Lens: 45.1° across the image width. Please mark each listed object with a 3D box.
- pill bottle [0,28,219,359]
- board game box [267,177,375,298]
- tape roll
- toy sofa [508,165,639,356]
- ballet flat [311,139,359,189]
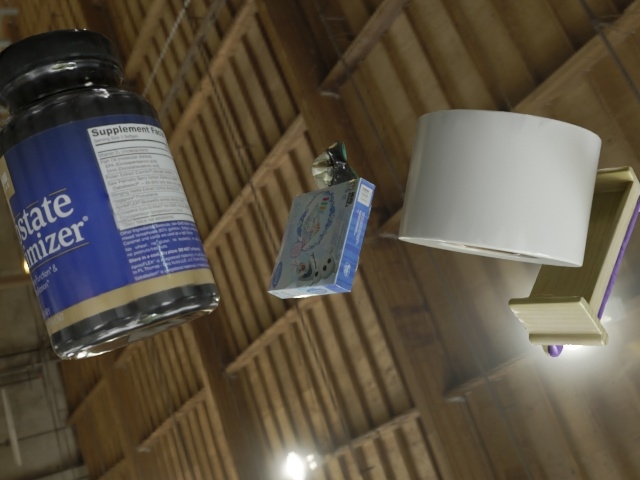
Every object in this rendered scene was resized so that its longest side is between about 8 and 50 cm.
[{"bbox_3d":[-0.164,-0.034,0.564,0.123,0.123,0.219,-30,-102,54],"label":"pill bottle"},{"bbox_3d":[0.000,0.000,0.622,0.090,0.020,0.090,-10,-120,51],"label":"board game box"},{"bbox_3d":[0.236,-0.066,1.030,0.246,0.246,0.169,7,-92,55],"label":"tape roll"},{"bbox_3d":[0.510,0.043,1.463,0.150,0.362,0.177,-7,-49,46],"label":"toy sofa"},{"bbox_3d":[0.021,-0.117,1.306,0.203,0.074,0.074,-106,-156,-60],"label":"ballet flat"}]
